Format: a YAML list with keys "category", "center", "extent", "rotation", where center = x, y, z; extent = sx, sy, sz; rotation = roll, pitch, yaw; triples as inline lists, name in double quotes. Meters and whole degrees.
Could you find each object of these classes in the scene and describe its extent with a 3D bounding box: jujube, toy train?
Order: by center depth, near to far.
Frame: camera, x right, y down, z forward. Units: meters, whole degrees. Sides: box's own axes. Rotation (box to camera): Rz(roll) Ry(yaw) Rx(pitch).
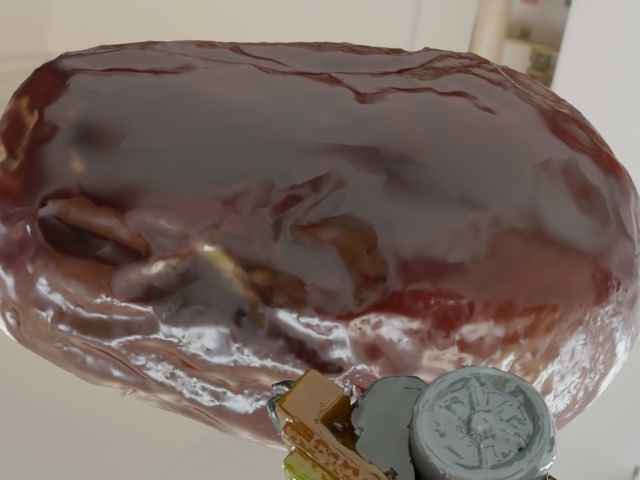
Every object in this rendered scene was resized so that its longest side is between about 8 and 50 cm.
- category: "toy train"
  center: [0.048, 0.120, 0.317]
  extent: [0.219, 0.089, 0.127]
  rotation: [35, -115, 28]
- category: "jujube"
  center: [0.000, 0.000, 0.574]
  extent: [0.318, 0.223, 0.223]
  rotation: [9, -161, -8]
